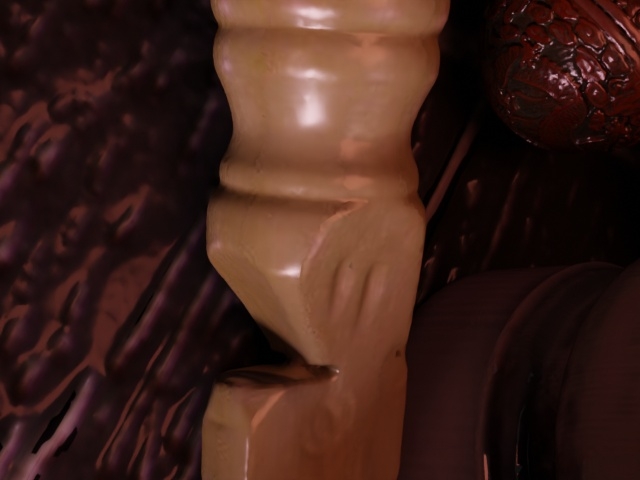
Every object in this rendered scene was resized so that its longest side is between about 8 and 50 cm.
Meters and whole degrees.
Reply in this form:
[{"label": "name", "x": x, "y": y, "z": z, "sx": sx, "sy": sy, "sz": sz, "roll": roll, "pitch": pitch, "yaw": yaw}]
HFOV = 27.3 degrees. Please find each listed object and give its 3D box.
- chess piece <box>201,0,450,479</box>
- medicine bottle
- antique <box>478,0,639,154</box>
[{"label": "chess piece", "x": 0.000, "y": 0.000, "z": 0.484, "sx": 0.090, "sy": 0.090, "sz": 0.200, "roll": -5, "pitch": 102, "yaw": -42}, {"label": "medicine bottle", "x": 0.164, "y": 0.080, "z": 0.486, "sx": 0.165, "sy": 0.273, "sz": 0.165, "roll": 6, "pitch": 81, "yaw": -42}, {"label": "antique", "x": 0.116, "y": -0.085, "z": 0.576, "sx": 0.104, "sy": 0.104, "sz": 0.104, "roll": 4, "pitch": 84, "yaw": -42}]
